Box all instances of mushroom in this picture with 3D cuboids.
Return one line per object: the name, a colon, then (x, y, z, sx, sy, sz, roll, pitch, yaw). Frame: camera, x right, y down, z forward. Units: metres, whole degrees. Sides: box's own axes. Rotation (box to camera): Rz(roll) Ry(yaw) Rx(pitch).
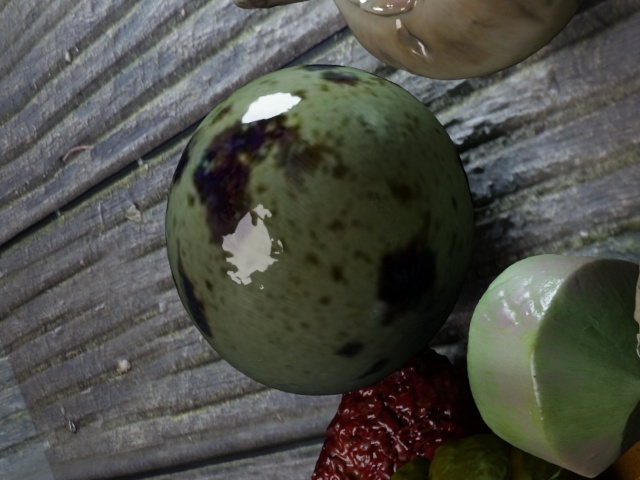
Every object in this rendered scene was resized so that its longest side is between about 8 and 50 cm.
mushroom: (0.090, -0.335, 1.653, 0.353, 0.353, 0.325, -22, 58, 62)

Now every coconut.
coconut: (0.258, 0.117, 1.735, 0.204, 0.236, 0.236, 46, 162, -28)

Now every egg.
egg: (0.000, 0.000, 1.955, 0.345, 0.345, 0.428, 48, 154, 34)

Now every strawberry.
strawberry: (0.094, 0.277, 2.103, 0.274, 0.220, 0.274, 45, 147, 40)

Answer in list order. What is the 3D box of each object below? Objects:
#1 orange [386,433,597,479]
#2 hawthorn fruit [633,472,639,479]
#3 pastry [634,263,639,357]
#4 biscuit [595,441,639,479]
orange: (0.194, 0.352, 1.897, 0.301, 0.300, 0.223, 59, -168, -10)
hawthorn fruit: (0.379, 0.381, 1.461, 0.472, 0.472, 0.471, 38, 139, 43)
pastry: (0.400, 0.049, 1.493, 0.256, 0.170, 0.236, -18, 70, 62)
biscuit: (0.356, 0.244, 1.812, 0.225, 0.036, 0.166, 15, 125, 62)
